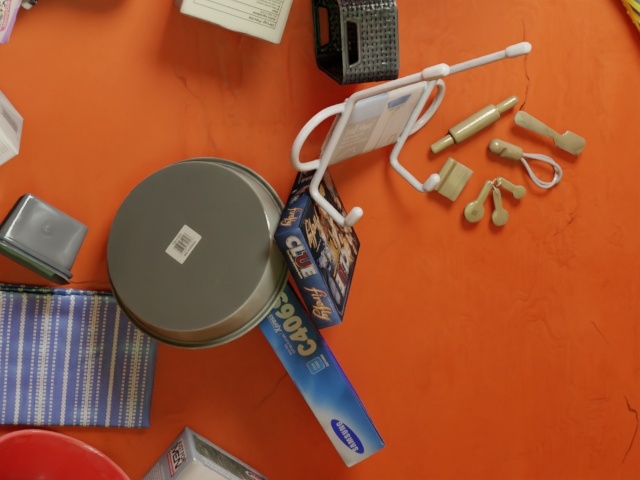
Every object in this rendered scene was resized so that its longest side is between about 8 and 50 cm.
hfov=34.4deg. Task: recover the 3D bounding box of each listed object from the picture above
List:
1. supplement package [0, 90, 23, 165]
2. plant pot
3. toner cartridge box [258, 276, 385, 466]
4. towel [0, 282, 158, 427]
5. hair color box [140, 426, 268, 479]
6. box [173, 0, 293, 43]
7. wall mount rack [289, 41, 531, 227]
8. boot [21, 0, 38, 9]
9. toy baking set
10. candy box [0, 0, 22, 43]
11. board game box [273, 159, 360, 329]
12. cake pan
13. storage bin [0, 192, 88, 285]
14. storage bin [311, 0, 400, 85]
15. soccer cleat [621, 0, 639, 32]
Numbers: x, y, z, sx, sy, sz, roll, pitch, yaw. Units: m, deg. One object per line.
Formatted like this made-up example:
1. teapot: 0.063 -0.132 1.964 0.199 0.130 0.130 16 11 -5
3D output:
1. supplement package: -0.568 -0.144 1.385 0.263 0.199 0.198 -34 114 0
2. plant pot: -0.450 0.475 1.614 0.275 0.275 0.243 25 110 -20
3. toner cartridge box: -0.022 0.183 1.655 0.075 0.165 0.347 -30 113 0
4. towel: -0.426 0.188 1.626 0.336 0.040 0.243 4 109 -15
5. hair color box: -0.265 0.520 1.742 0.185 0.113 0.374 38 98 -23
6. box: -0.100 -0.413 1.445 0.149 0.127 0.232 15 105 -19
7. wall mount rack: 0.130 -0.175 1.470 0.350 0.130 0.304 -24 150 -45
8. boot: -0.373 -0.373 1.421 0.258 0.095 0.123 22 109 -11
9. toy baking set: 0.301 -0.136 1.697 0.256 0.030 0.196 -36 116 1
10. candy box: -0.476 -0.369 1.338 0.196 0.070 0.164 31 112 5
11. board game box: 0.000 0.000 1.555 0.042 0.243 0.165 -17 115 17
12. cake pan: -0.188 0.012 1.519 0.293 0.054 0.293 -3 78 13
13. storage bin: -0.418 -0.004 1.539 0.135 0.098 0.091 33 71 -21
14. storage bin: 0.048 -0.300 1.492 0.084 0.180 0.122 -8 111 -10
15. soccer cleat: 0.494 -0.414 1.627 0.121 0.093 0.289 -11 120 23
